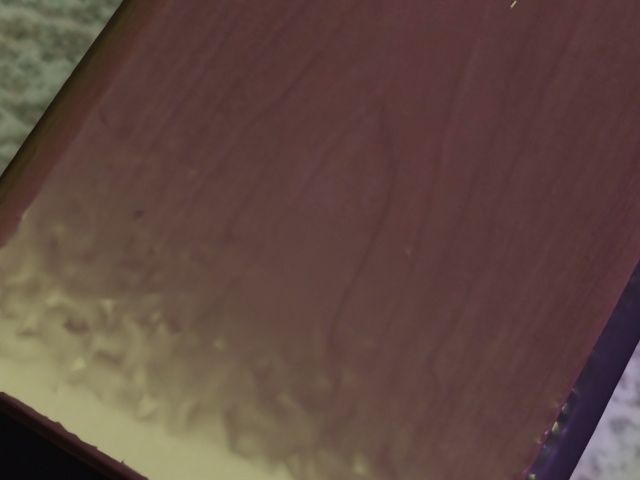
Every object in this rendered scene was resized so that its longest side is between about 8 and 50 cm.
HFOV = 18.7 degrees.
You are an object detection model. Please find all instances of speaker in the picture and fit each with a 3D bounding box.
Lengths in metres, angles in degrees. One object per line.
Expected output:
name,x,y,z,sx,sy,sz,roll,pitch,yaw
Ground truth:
speaker,0.000,0.000,0.605,0.192,0.153,0.231,31,67,1
